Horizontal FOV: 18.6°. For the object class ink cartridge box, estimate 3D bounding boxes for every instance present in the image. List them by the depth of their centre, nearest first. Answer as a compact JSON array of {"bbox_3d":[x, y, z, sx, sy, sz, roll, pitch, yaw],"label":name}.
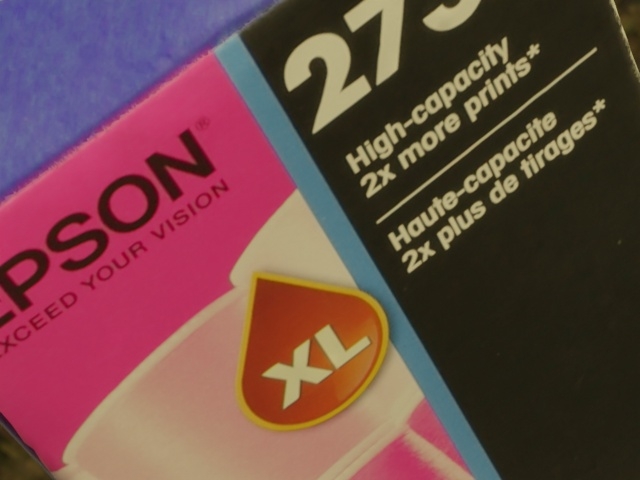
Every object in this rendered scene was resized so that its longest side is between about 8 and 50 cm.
[{"bbox_3d":[0.000,0.000,0.494,0.176,0.371,0.069,-37,45,-5],"label":"ink cartridge box"}]
